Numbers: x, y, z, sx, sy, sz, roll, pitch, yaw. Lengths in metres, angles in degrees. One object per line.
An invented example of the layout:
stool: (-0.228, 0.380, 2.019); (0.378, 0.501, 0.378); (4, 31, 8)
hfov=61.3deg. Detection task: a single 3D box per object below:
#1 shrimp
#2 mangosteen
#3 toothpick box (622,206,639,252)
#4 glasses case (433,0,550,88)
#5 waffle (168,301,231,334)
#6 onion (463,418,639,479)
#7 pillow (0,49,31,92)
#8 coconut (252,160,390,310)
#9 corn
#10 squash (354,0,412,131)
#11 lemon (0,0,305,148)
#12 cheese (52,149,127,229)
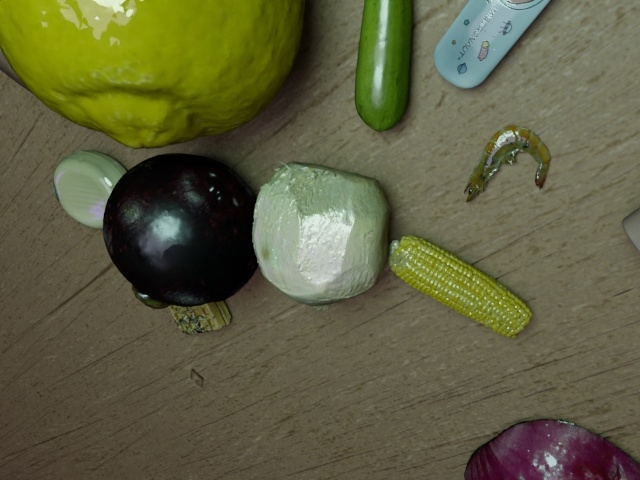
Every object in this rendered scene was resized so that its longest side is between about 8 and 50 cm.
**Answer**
shrimp: (0.226, -0.079, 0.654); (0.083, 0.023, 0.114); (33, 119, 5)
mangosteen: (-0.206, 0.001, 0.776); (0.228, 0.228, 0.265); (47, 120, -1)
toothpick box: (0.404, -0.028, 0.546); (0.098, 0.098, 0.149); (45, 123, 0)
glasses case: (0.193, -0.245, 0.576); (0.067, 0.045, 0.178); (40, 123, 3)
waffle: (-0.227, 0.093, 0.940); (0.102, 0.042, 0.148); (-13, 108, 30)
onion: (0.343, 0.390, 0.772); (0.250, 0.111, 0.247); (39, 125, 6)
pillow: (-0.379, -0.244, 0.758); (0.223, 0.236, 0.084); (41, 95, -2)
coconut: (0.003, 0.001, 0.706); (0.194, 0.194, 0.194); (11, 117, 21)
corn: (0.180, 0.059, 0.714); (0.206, 0.067, 0.067); (32, 123, 7)
squash: (0.073, -0.228, 0.630); (0.066, 0.066, 0.201); (9, 114, 22)
lemon: (-0.175, -0.270, 0.576); (0.348, 0.348, 0.348); (11, 117, 21)
cheese: (-0.345, -0.079, 0.902); (0.227, 0.064, 0.137); (9, 120, 23)
